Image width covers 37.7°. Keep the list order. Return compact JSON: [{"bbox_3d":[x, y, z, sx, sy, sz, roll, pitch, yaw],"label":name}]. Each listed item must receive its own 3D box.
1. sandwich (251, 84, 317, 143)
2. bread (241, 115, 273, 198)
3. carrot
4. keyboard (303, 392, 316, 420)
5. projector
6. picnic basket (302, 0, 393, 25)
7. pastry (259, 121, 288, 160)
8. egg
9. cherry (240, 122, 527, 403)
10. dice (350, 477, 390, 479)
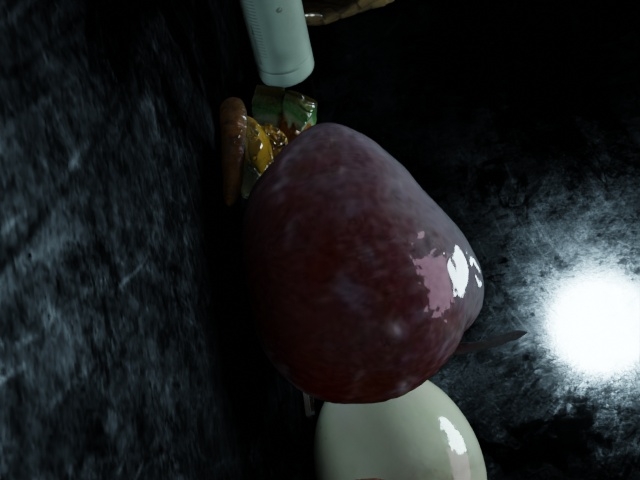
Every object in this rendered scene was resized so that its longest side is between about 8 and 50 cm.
[{"bbox_3d":[-0.064,-0.152,1.416,0.185,0.109,0.160,-67,167,-86],"label":"sandwich"},{"bbox_3d":[-0.090,-0.111,1.227,0.106,0.053,0.072,85,3,-55],"label":"bread"},{"bbox_3d":[-0.106,-0.109,1.133,0.036,0.035,0.165,75,9,-55],"label":"carrot"},{"bbox_3d":[-0.025,0.226,1.623,0.055,0.017,0.166,70,11,-69],"label":"keyboard"},{"bbox_3d":[-0.088,-0.412,1.558,0.337,0.108,0.108,76,6,-50],"label":"projector"},{"bbox_3d":[-0.035,-0.579,1.874,0.337,0.337,0.293,-80,167,-78],"label":"picnic basket"},{"bbox_3d":[-0.068,-0.096,1.319,0.056,0.080,0.140,-39,121,-72],"label":"pastry"},{"bbox_3d":[0.125,0.371,1.577,0.283,0.283,0.345,70,-3,-70],"label":"egg"},{"bbox_3d":[0.047,0.033,1.177,0.335,0.291,0.326,67,19,10],"label":"cherry"},{"bbox_3d":[0.053,0.421,1.186,0.174,0.179,0.175,-92,177,-65],"label":"dice"}]
